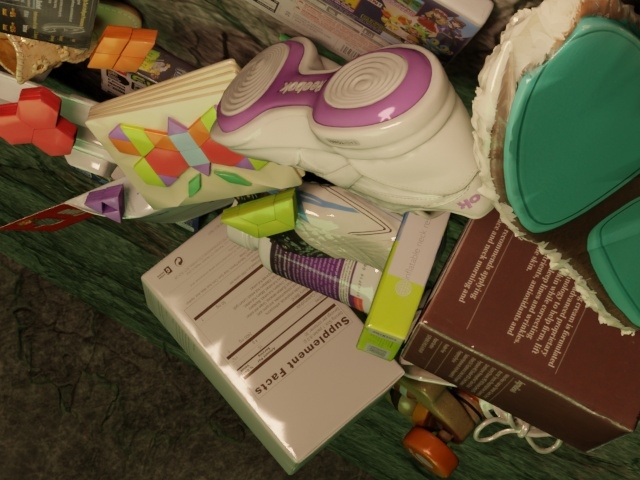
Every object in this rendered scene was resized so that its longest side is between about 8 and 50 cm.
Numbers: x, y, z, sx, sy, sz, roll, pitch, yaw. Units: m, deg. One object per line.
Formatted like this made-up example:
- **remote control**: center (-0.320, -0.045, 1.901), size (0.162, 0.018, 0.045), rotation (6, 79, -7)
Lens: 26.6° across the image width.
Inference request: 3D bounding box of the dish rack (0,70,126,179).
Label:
- **dish rack**: center (-0.314, -0.134, 1.473), size (0.333, 0.072, 0.285), rotation (20, -179, 5)

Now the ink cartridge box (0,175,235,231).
- **ink cartridge box**: center (-0.209, -0.032, 1.485), size (0.066, 0.232, 0.189), rotation (65, -173, 4)

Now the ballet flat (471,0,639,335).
- **ballet flat**: center (0.177, -0.058, 0.959), size (0.147, 0.147, 0.409), rotation (19, 162, 31)

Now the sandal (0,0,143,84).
- **sandal**: center (-0.290, -0.181, 1.267), size (0.240, 0.079, 0.088), rotation (5, 152, -8)

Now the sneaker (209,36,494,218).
- **sneaker**: center (0.018, -0.073, 1.043), size (0.152, 0.114, 0.305), rotation (46, 166, -29)

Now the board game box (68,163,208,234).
- **board game box**: center (-0.240, -0.082, 1.773), size (0.201, 0.035, 0.136), rotation (28, 165, 0)

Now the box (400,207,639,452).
- **box**: center (0.202, 0.065, 1.220), size (0.203, 0.168, 0.167), rotation (27, 165, 5)

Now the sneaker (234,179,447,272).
- **sneaker**: center (0.018, -0.026, 1.387), size (0.237, 0.086, 0.085), rotation (19, 145, 19)

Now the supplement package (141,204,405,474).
- **supplement package**: center (-0.061, 0.120, 1.681), size (0.293, 0.175, 0.177), rotation (49, 167, 8)

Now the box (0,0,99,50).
- **box**: center (-0.287, -0.254, 1.077), size (0.243, 0.076, 0.307), rotation (11, 168, -10)

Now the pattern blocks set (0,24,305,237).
- **pattern blocks set**: center (-0.118, -0.092, 1.265), size (0.325, 0.026, 0.285), rotation (-21, 133, 35)

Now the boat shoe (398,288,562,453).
- **boat shoe**: center (0.228, 0.167, 1.532), size (0.367, 0.156, 0.136), rotation (15, 161, 41)

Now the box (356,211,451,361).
- **box**: center (0.084, 0.016, 1.256), size (0.042, 0.178, 0.109), rotation (21, 164, 3)

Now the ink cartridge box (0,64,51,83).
- **ink cartridge box**: center (-0.349, -0.244, 1.362), size (0.127, 0.072, 0.175), rotation (18, 161, 30)

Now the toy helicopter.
- **toy helicopter**: center (0.085, 0.164, 1.912), size (0.355, 0.140, 0.235), rotation (50, 165, -29)

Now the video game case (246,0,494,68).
- **video game case**: center (0.013, -0.188, 1.004), size (0.201, 0.023, 0.183), rotation (30, 165, -4)

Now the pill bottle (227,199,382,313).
- **pill bottle**: center (0.000, 0.000, 1.480), size (0.194, 0.108, 0.108), rotation (22, 164, 20)

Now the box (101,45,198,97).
- **box**: center (-0.127, -0.137, 1.389), size (0.207, 0.036, 0.114), rotation (29, 165, -2)
